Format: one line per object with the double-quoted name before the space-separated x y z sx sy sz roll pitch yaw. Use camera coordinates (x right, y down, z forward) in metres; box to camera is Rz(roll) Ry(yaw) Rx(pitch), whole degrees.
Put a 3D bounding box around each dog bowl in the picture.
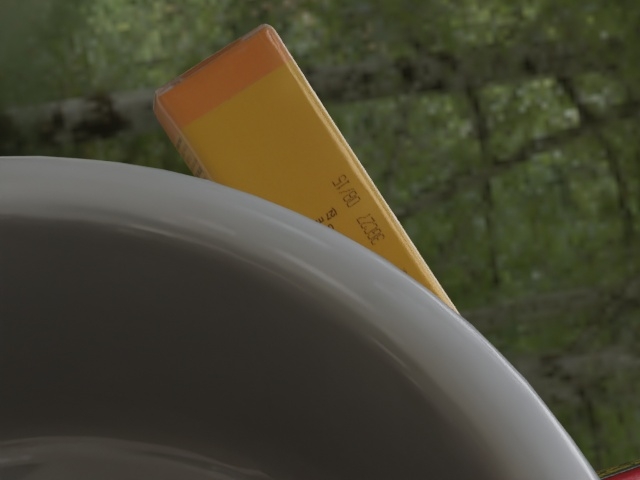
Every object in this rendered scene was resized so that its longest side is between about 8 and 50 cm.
"dog bowl" -0.078 0.133 0.362 0.102 0.348 0.349 72 8 -55

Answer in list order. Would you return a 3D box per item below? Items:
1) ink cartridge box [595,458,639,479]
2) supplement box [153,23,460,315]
"ink cartridge box" -0.001 0.185 0.650 0.272 0.309 0.130 134 -62 -70
"supplement box" 0.000 0.000 1.004 0.233 0.078 0.080 57 -9 2
